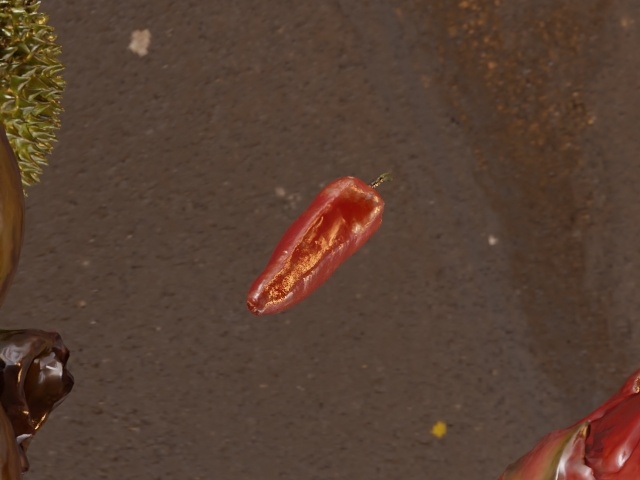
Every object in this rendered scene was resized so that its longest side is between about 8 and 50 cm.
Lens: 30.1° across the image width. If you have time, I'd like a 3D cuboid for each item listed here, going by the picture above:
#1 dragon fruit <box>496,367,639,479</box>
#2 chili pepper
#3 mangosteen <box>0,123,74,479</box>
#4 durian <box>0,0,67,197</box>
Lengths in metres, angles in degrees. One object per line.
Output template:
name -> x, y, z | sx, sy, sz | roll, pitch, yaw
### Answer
dragon fruit -> 0.173, 0.213, 0.532 | 0.277, 0.277, 0.342 | 28, 77, -28
chili pepper -> 0.000, 0.000, 1.087 | 0.272, 0.063, 0.071 | -46, 142, -46
mangosteen -> -0.217, 0.041, 0.317 | 0.347, 0.307, 0.306 | 11, 76, -59
durian -> -0.226, -0.093, 0.715 | 0.146, 0.159, 0.198 | -67, 143, -55
